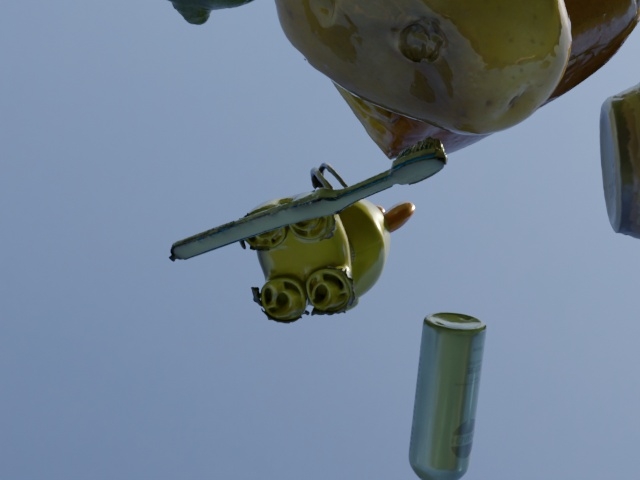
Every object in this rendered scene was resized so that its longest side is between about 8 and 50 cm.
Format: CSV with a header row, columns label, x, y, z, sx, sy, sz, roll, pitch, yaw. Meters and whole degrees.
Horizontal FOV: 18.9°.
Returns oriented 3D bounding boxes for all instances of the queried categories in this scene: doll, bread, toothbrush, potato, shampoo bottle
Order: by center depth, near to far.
label,x,y,z,sx,sy,sz,roll,pitch,yaw
potato,0.073,-0.170,1.340,0.234,0.150,0.146,26,-116,24
toothbrush,-0.016,-0.025,1.532,0.294,0.026,0.028,-22,-140,36
shampoo bottle,0.104,0.160,1.629,0.056,0.195,0.056,4,-164,-1
bread,0.150,-0.187,1.675,0.288,0.204,0.156,-27,-114,-22
doll,0.000,0.000,1.702,0.143,0.135,0.221,-13,-171,17

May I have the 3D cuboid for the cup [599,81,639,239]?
label,x,y,z,sx,sy,sz,roll,pitch,yaw
cup,0.415,-0.076,1.959,0.257,0.301,0.227,-3,-110,4

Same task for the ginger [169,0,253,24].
label,x,y,z,sx,sy,sz,roll,pitch,yaw
ginger,-0.040,-0.264,1.515,0.290,0.137,0.089,-25,-153,31
